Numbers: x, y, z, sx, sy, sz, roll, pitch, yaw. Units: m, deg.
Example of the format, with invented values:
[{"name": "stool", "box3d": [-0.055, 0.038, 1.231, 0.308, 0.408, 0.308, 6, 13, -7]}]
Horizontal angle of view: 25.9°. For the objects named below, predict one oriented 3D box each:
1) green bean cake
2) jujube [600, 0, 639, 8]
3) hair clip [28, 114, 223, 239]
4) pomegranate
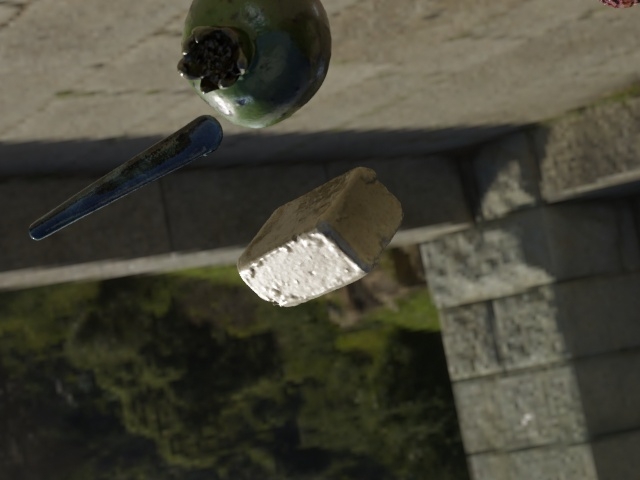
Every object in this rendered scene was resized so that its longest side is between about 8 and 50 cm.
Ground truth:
[{"name": "green bean cake", "box3d": [0.000, 0.000, 1.533, 0.179, 0.085, 0.109, -27, -157, 48]}, {"name": "jujube", "box3d": [0.337, -0.327, 1.679, 0.129, 0.077, 0.077, 23, -176, 17]}, {"name": "hair clip", "box3d": [-0.206, -0.065, 1.457, 0.229, 0.039, 0.070, -28, -177, -5]}, {"name": "pomegranate", "box3d": [-0.112, -0.266, 2.061, 0.242, 0.242, 0.306, -15, -151, 36]}]
